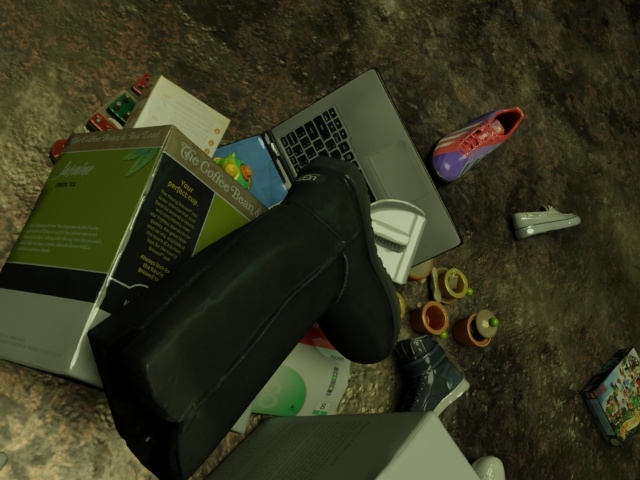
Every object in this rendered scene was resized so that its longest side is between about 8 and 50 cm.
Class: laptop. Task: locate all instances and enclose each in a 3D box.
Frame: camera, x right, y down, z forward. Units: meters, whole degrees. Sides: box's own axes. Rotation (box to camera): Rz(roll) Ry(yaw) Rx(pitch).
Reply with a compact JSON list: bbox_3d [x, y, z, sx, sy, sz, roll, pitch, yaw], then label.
[{"bbox_3d":[-0.013,-0.063,1.106,0.382,0.408,0.236,63,21,0],"label":"laptop"}]

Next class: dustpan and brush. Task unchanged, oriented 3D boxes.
[{"bbox_3d":[0.090,-0.025,1.058,0.211,0.060,0.147,23,75,-9],"label":"dustpan and brush"}]

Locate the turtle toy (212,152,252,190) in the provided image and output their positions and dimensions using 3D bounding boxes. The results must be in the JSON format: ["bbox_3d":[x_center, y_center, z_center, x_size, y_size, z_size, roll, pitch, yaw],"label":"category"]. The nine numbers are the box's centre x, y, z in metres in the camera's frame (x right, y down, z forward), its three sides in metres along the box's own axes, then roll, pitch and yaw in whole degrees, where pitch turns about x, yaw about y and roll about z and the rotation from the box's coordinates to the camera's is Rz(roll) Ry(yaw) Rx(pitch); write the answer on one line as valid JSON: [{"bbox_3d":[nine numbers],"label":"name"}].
[{"bbox_3d":[-0.156,-0.090,1.045,0.066,0.095,0.130,1,105,-29],"label":"turtle toy"}]

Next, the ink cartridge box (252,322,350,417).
[{"bbox_3d":[-0.024,0.206,1.042,0.181,0.056,0.225,17,106,-26],"label":"ink cartridge box"}]

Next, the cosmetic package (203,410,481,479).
[{"bbox_3d":[-0.009,0.375,0.823,0.230,0.453,0.161,-39,96,-34],"label":"cosmetic package"}]

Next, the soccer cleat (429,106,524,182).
[{"bbox_3d":[0.389,-0.249,1.479,0.318,0.116,0.109,-36,95,-35],"label":"soccer cleat"}]

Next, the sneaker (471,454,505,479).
[{"bbox_3d":[0.348,0.583,1.176,0.111,0.129,0.297,19,64,-23],"label":"sneaker"}]

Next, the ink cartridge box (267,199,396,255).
[{"bbox_3d":[0.000,0.000,1.068,0.232,0.066,0.189,-28,90,-3],"label":"ink cartridge box"}]

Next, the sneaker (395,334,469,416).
[{"bbox_3d":[0.181,0.291,1.194,0.226,0.086,0.163,-34,92,-33],"label":"sneaker"}]

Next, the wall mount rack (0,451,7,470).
[{"bbox_3d":[-0.564,0.343,0.693,0.350,0.130,0.304,39,63,-15],"label":"wall mount rack"}]

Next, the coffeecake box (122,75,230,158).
[{"bbox_3d":[-0.264,-0.162,1.015,0.142,0.068,0.185,30,82,-34],"label":"coffeecake box"}]

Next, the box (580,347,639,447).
[{"bbox_3d":[0.791,0.408,1.558,0.233,0.044,0.159,-28,90,-35],"label":"box"}]

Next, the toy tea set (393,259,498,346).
[{"bbox_3d":[0.259,0.117,1.274,0.336,0.124,0.200,20,65,-25],"label":"toy tea set"}]

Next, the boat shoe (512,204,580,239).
[{"bbox_3d":[0.601,-0.059,1.569,0.226,0.083,0.076,-10,81,-33],"label":"boat shoe"}]

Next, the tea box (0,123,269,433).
[{"bbox_3d":[-0.230,0.063,0.843,0.329,0.220,0.324,44,57,-49],"label":"tea box"}]

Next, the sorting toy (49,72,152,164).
[{"bbox_3d":[-0.335,-0.197,1.057,0.132,0.046,0.274,44,56,-12],"label":"sorting toy"}]

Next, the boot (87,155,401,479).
[{"bbox_3d":[-0.055,0.140,0.780,0.445,0.146,0.367,-49,129,-48],"label":"boot"}]
